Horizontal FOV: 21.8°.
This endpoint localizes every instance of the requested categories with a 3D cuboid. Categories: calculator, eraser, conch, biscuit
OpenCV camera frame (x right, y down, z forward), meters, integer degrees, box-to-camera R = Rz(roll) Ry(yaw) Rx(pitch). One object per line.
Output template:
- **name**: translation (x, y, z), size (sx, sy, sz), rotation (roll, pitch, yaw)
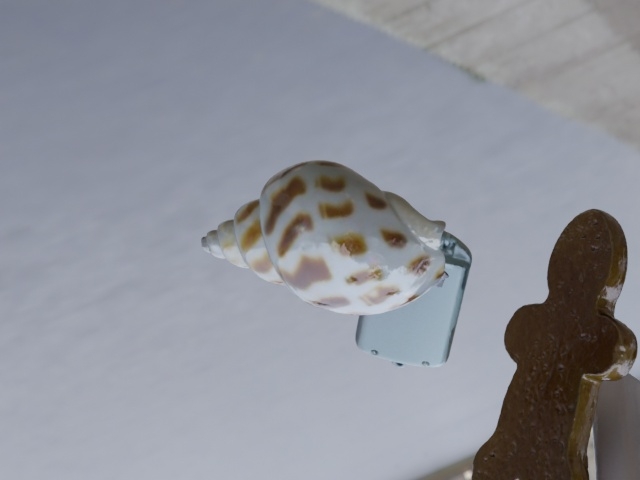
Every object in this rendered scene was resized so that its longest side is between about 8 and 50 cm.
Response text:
- **calculator**: translation (0.128, 0.083, 2.326), size (0.141, 0.246, 0.045), rotation (11, -145, 4)
- **eraser**: translation (0.445, 0.327, 2.329), size (0.094, 0.174, 0.270), rotation (-27, -152, 21)
- **conch**: translation (-0.001, 0.000, 1.884), size (0.275, 0.183, 0.148), rotation (10, -153, 39)
- **biscuit**: translation (0.348, 0.170, 2.310), size (0.064, 0.432, 0.283), rotation (18, 174, -26)
